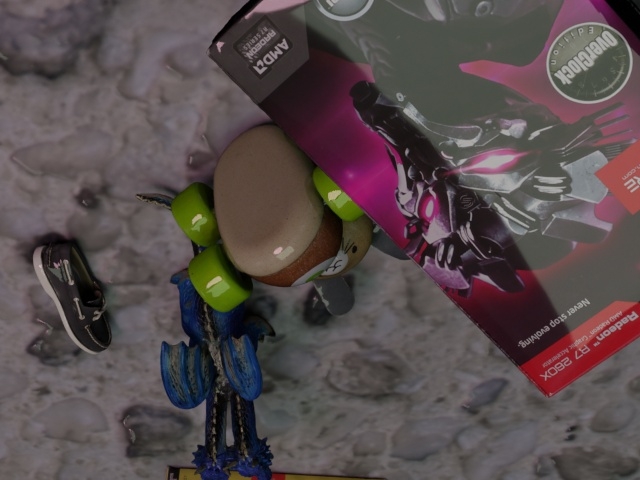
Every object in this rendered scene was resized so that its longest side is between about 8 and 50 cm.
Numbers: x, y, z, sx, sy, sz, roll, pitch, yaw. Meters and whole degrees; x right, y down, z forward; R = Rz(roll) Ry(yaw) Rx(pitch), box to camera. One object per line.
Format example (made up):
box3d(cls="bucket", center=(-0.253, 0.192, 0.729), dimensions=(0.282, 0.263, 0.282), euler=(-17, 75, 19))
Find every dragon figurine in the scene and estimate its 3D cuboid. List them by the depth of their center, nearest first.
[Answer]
box3d(cls="dragon figurine", center=(-0.092, 0.095, 1.188), dimensions=(0.085, 0.144, 0.289), euler=(-7, 132, 6))

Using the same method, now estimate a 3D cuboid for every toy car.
box3d(cls="toy car", center=(0.000, 0.000, 1.117), dimensions=(0.155, 0.149, 0.188), euler=(-36, 135, 16))

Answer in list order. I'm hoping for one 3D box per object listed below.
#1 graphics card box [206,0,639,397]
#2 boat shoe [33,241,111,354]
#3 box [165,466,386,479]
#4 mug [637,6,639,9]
box3d(cls="graphics card box", center=(0.131, -0.087, 0.951), dimensions=(0.233, 0.094, 0.371), euler=(-38, 103, 25))
box3d(cls="boat shoe", center=(-0.214, 0.052, 1.219), dimensions=(0.038, 0.046, 0.125), euler=(-12, 123, 17))
box3d(cls="box", center=(-0.049, 0.290, 1.422), dimensions=(0.232, 0.058, 0.087), euler=(4, 132, -2))
box3d(cls="mug", center=(0.194, -0.092, 1.034), dimensions=(0.150, 0.113, 0.169), euler=(2, 134, -38))
